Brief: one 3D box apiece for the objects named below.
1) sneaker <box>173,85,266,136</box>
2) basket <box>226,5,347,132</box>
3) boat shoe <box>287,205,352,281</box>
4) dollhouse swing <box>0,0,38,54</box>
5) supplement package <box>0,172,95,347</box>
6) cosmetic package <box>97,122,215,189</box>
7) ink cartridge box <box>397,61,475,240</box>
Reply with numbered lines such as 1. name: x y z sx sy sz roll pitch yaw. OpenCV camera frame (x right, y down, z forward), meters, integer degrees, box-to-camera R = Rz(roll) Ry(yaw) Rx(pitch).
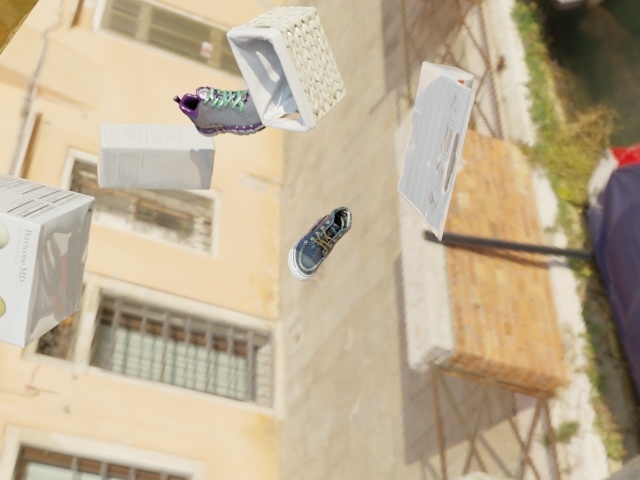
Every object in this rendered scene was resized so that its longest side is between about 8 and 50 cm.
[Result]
1. sneaker: -0.171 -0.242 1.786 0.223 0.098 0.083 -7 57 40
2. basket: -0.047 -0.263 1.494 0.113 0.167 0.103 15 46 46
3. boat shoe: 0.000 0.000 1.879 0.083 0.065 0.183 -37 15 37
4. dollhouse swing: -0.701 -0.484 1.798 0.347 0.305 0.315 -56 -4 -5
5. supplement package: -0.519 0.013 1.521 0.198 0.262 0.199 -51 -26 -72
6. cosmetic package: -0.338 -0.172 2.028 0.117 0.231 0.085 106 157 -44
7. ink cartridge box: 0.164 -0.117 1.259 0.232 0.066 0.189 -125 43 -67
